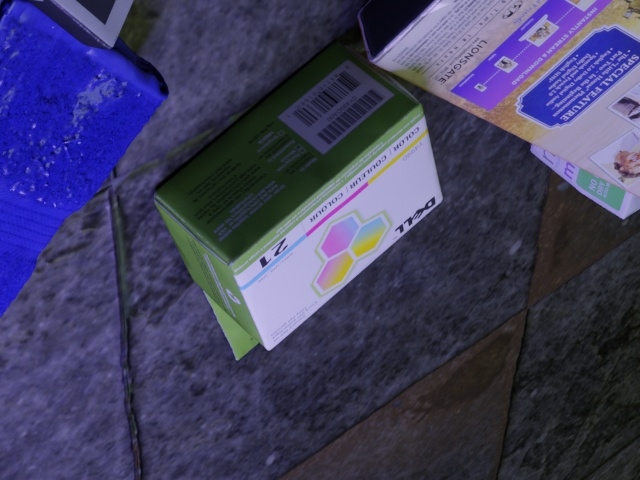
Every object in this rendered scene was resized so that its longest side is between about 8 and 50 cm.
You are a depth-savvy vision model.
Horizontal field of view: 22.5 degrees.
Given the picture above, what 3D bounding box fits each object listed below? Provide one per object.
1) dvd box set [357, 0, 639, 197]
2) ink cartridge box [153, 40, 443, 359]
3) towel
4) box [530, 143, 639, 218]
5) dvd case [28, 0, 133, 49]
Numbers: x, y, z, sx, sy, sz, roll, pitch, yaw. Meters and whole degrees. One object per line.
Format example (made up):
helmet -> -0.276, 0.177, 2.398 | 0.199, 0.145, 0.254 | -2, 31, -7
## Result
dvd box set -> 0.283, -0.172, 1.219 | 0.420, 0.062, 0.307 | 21, 130, -35
ink cartridge box -> 0.000, 0.000, 1.251 | 0.189, 0.097, 0.255 | -41, 148, -14
towel -> -0.232, -0.012, 0.958 | 0.308, 0.076, 0.227 | -52, 149, 5
box -> 0.324, -0.189, 1.433 | 0.231, 0.127, 0.262 | -29, 146, -33
dvd case -> -0.142, -0.227, 0.820 | 0.238, 0.029, 0.179 | 38, 71, -58
